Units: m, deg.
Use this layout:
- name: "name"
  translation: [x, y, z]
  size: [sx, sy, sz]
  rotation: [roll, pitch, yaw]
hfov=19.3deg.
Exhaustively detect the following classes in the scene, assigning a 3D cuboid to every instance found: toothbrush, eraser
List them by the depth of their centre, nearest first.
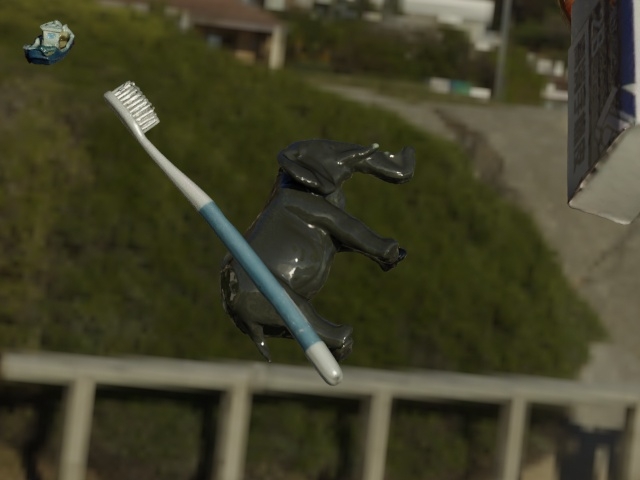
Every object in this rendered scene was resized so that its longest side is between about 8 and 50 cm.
- name: "toothbrush"
  translation: [-0.066, -0.009, 1.322]
  size: [0.025, 0.276, 0.019]
  rotation: [-35, -18, -11]
- name: "eraser"
  translation: [0.242, -0.134, 1.471]
  size: [0.068, 0.210, 0.124]
  rotation: [13, -35, -11]

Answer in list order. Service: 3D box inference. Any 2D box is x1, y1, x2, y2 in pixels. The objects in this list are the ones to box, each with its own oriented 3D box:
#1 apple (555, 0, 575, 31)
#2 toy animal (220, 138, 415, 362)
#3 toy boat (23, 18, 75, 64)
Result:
- name: "apple"
  translation: [0.326, -0.257, 2.031]
  size: [0.131, 0.146, 0.146]
  rotation: [-28, -6, 8]
- name: "toy animal"
  translation: [0.001, -0.004, 1.725]
  size: [0.146, 0.245, 0.114]
  rotation: [27, -33, 11]
- name: "toy boat"
  translation: [-0.249, -0.186, 1.746]
  size: [0.038, 0.038, 0.083]
  rotation: [6, 21, 10]
